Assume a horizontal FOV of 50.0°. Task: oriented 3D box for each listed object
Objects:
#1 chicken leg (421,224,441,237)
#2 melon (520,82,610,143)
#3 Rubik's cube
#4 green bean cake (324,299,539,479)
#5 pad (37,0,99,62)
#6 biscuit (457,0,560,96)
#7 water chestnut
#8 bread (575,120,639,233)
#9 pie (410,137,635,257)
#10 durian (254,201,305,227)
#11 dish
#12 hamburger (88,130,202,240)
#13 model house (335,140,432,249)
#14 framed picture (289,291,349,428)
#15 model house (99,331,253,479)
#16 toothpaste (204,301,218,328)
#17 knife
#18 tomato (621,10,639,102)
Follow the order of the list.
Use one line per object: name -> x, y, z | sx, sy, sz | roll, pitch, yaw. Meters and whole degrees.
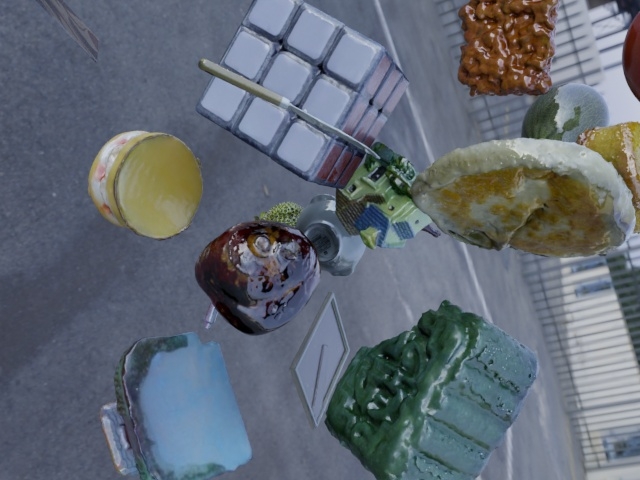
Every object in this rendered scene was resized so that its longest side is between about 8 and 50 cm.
chicken leg -> 0.272, -0.045, 2.130 | 0.053, 0.205, 0.093 | -84, 172, -66
melon -> 0.737, -0.347, 2.079 | 0.301, 0.237, 0.237 | -39, 116, -31
Rubik's cube -> -0.029, -0.313, 1.466 | 0.301, 0.304, 0.305 | 34, 8, 12
green bean cake -> 0.164, 0.249, 1.146 | 0.169, 0.300, 0.308 | 35, -7, -21
pad -> -0.646, -0.568, 1.747 | 0.220, 0.004, 0.330 | 48, 5, -30
biscuit -> 0.531, -0.568, 1.965 | 0.110, 0.318, 0.312 | -2, 98, -49
water chestnut -> -0.142, 0.077, 1.595 | 0.244, 0.289, 0.289 | 33, -25, 58
bread -> 0.649, -0.136, 1.512 | 0.147, 0.160, 0.261 | 0, 81, -50
pie -> 0.312, -0.057, 1.073 | 0.339, 0.339, 0.077 | 47, 56, -50
durian -> -0.104, -0.038, 2.135 | 0.198, 0.159, 0.146 | 16, 57, -18
dish -> 0.000, 0.000, 1.754 | 0.078, 0.246, 0.224 | -34, 108, -64
hamburger -> -0.438, -0.134, 1.752 | 0.302, 0.186, 0.261 | 43, 69, -40
model house -> 0.143, -0.084, 1.600 | 0.214, 0.189, 0.195 | 44, -6, 41
framed picture -> 0.007, 0.329, 1.909 | 0.315, 0.024, 0.232 | -61, 142, -50
model house -> -0.414, 0.438, 1.690 | 0.297, 0.339, 0.360 | -11, 77, -47
toothpaste -> -0.275, 0.154, 1.829 | 0.045, 0.028, 0.170 | 120, -12, -80
knife -> -0.039, -0.189, 0.997 | 0.017, 0.298, 0.047 | -67, -169, -7
tomato -> 0.844, -0.414, 1.528 | 0.321, 0.321, 0.321 | 49, 33, -47
